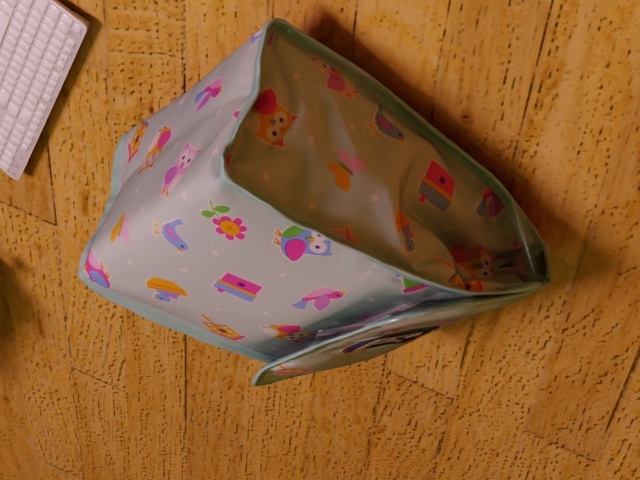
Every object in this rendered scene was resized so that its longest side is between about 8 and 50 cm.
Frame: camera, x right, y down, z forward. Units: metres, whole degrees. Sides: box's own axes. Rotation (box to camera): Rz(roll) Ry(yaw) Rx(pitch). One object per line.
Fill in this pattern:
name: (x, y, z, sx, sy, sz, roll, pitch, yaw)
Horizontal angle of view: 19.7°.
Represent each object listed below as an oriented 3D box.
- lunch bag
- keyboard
lunch bag: (0.000, 0.000, 1.275, 0.262, 0.160, 0.223, 30, 147, -23)
keyboard: (-0.237, -0.123, 1.424, 0.072, 0.014, 0.256, 32, 148, -4)
